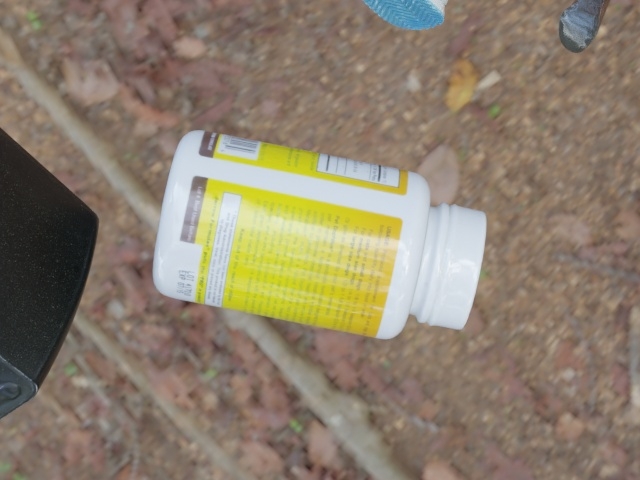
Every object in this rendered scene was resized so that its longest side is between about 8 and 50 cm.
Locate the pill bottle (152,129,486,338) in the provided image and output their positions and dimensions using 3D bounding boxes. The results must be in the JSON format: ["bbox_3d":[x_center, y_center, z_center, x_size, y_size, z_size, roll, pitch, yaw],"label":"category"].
[{"bbox_3d":[0.000,0.000,1.143,0.215,0.117,0.117,11,121,-1],"label":"pill bottle"}]

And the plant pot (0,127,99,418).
[{"bbox_3d":[-0.257,0.033,1.018,0.188,0.167,0.187,-33,128,15],"label":"plant pot"}]

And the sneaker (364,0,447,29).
[{"bbox_3d":[0.049,-0.299,1.604,0.087,0.092,0.228,-4,149,35],"label":"sneaker"}]

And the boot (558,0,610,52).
[{"bbox_3d":[0.265,-0.229,1.495,0.037,0.114,0.106,39,142,14],"label":"boot"}]
